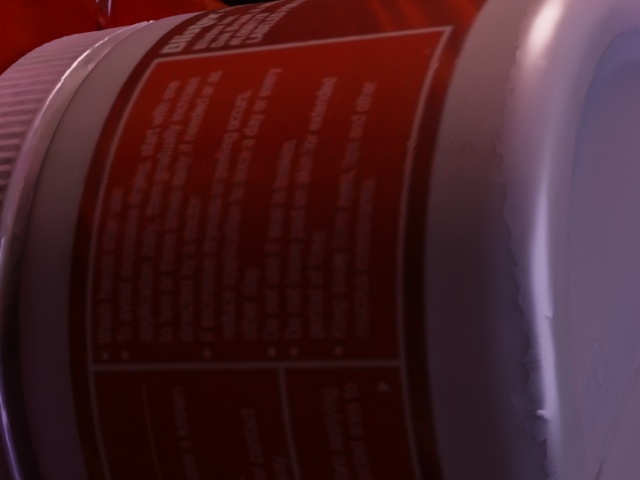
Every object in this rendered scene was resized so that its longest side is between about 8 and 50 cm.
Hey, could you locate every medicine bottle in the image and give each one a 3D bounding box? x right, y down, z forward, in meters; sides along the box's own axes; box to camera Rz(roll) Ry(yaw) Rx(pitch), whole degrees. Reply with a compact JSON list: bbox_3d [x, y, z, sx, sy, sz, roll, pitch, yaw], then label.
[{"bbox_3d":[0.017,0.032,0.680,0.252,0.240,0.253,11,78,-62],"label":"medicine bottle"}]

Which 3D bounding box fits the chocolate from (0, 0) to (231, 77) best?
[{"bbox_3d":[-0.135,-0.021,0.767,0.235,0.108,0.237,21,69,-62],"label":"chocolate"}]
